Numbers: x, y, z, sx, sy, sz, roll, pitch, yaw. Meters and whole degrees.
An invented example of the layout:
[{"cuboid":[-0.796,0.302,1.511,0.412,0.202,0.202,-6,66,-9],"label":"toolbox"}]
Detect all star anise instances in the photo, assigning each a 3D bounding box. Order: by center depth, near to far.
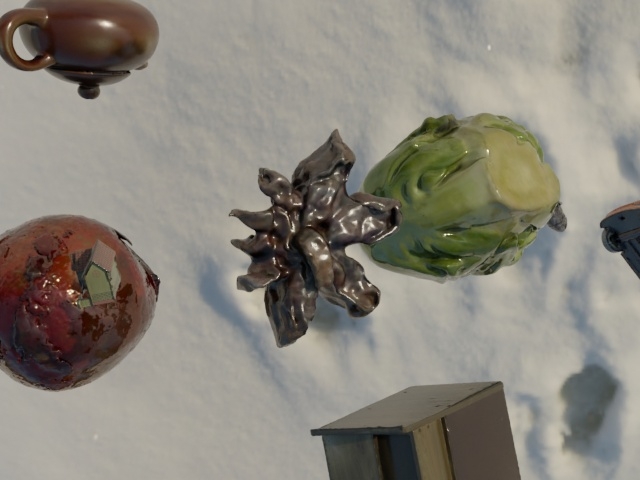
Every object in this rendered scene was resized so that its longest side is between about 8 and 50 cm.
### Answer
[{"cuboid":[0.002,0.007,1.184,0.214,0.099,0.220,-27,104,-8],"label":"star anise"}]

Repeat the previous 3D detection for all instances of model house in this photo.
[{"cuboid":[-0.261,0.032,1.194,0.057,0.083,0.058,-11,115,2],"label":"model house"}]

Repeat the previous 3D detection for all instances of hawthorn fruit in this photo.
[{"cuboid":[-0.406,0.092,1.661,0.315,0.316,0.316,2,135,2],"label":"hawthorn fruit"}]

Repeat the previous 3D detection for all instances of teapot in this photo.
[{"cuboid":[-0.310,-0.247,1.328,0.178,0.252,0.135,8,104,33],"label":"teapot"}]

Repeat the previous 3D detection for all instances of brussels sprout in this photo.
[{"cuboid":[0.207,-0.056,1.585,0.328,0.328,0.247,-31,84,30],"label":"brussels sprout"}]

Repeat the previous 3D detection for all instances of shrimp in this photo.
[{"cuboid":[0.411,-0.071,1.914,0.056,0.065,0.165,-29,122,18],"label":"shrimp"}]

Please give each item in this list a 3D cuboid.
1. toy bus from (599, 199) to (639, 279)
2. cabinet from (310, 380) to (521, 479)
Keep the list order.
[{"cuboid":[0.715,0.044,2.082,0.329,0.153,0.143,50,151,-6],"label":"toy bus"},{"cuboid":[0.116,0.279,1.234,0.148,0.215,0.175,-10,91,40],"label":"cabinet"}]
